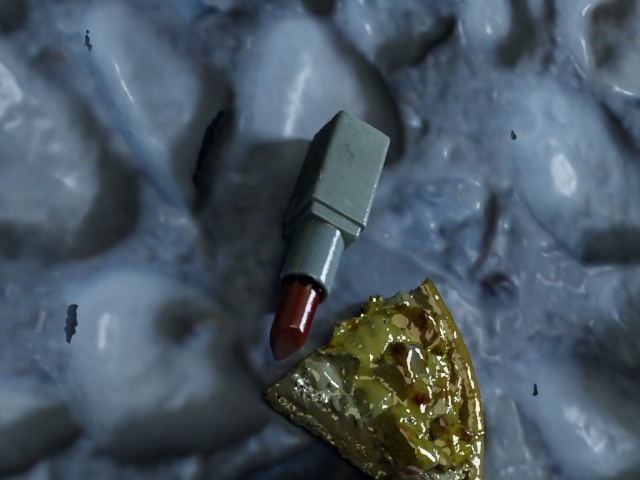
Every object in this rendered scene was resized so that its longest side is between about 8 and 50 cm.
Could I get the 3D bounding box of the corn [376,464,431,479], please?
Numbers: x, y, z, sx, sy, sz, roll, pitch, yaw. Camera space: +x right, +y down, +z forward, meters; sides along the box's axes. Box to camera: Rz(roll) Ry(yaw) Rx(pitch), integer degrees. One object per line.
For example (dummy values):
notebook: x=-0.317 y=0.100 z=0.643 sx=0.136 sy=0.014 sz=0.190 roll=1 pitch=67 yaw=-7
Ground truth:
corn: x=0.076 y=0.208 z=0.546 sx=0.086 sy=0.086 sz=0.253 roll=-24 pitch=79 yaw=-39

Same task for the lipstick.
lipstick: x=-0.001 y=0.001 z=0.645 sx=0.030 sy=0.030 sz=0.129 roll=29 pitch=53 yaw=-17

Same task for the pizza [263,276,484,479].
pizza: x=0.027 y=0.072 z=0.628 sx=0.108 sy=0.026 sz=0.123 roll=3 pitch=64 yaw=-29
